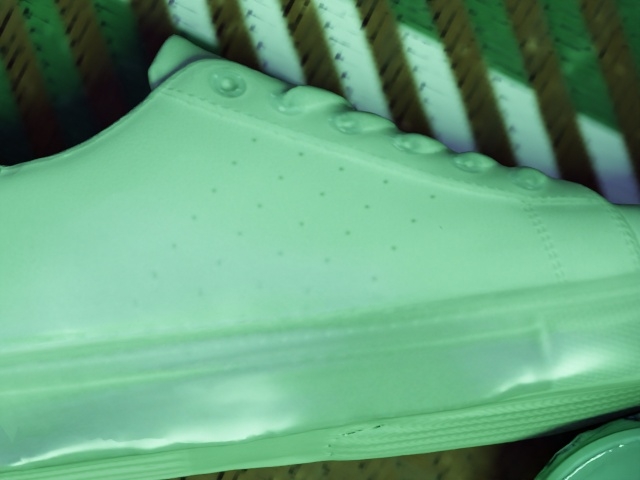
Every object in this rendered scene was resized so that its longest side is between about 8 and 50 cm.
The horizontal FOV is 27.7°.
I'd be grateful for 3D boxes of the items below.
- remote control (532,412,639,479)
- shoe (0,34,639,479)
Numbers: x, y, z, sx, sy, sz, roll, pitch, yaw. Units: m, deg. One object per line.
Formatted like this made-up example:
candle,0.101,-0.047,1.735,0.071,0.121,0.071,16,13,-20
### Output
remote control,0.122,0.190,0.508,0.104,0.052,0.247,2,99,-2
shoe,0.000,0.000,0.490,0.363,0.132,0.160,-8,75,-3
